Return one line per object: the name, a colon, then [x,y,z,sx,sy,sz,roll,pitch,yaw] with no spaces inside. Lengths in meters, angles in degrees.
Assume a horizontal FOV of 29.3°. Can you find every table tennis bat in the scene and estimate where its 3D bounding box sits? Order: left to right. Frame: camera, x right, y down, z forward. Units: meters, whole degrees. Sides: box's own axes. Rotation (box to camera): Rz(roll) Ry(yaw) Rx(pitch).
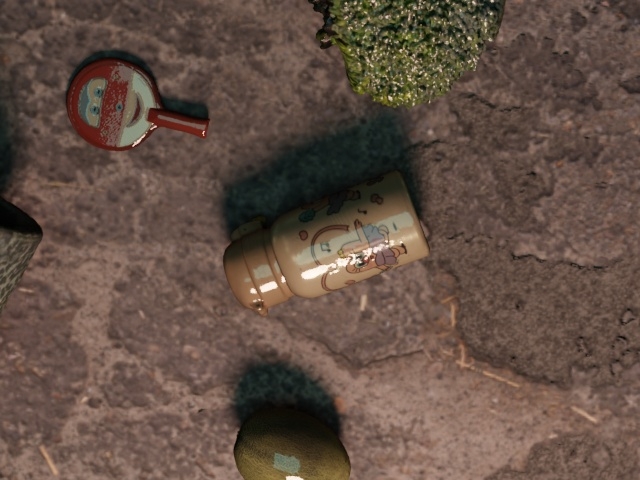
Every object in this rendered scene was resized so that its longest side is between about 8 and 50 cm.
table tennis bat: [-0.193,-0.137,1.296,0.155,0.019,0.098,15,100,1]

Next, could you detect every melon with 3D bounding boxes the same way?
melon: [-0.031,0.234,1.323,0.131,0.098,0.098,26,100,-1]

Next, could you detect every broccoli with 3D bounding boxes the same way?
broccoli: [0.079,-0.253,1.191,0.198,0.176,0.226,-36,89,-11]

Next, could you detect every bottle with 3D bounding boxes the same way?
bottle: [0.000,0.000,1.280,0.209,0.097,0.110,-20,68,4]

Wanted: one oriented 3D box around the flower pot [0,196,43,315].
flower pot: [-0.430,0.068,1.192,0.299,0.299,0.282,29,93,-5]
